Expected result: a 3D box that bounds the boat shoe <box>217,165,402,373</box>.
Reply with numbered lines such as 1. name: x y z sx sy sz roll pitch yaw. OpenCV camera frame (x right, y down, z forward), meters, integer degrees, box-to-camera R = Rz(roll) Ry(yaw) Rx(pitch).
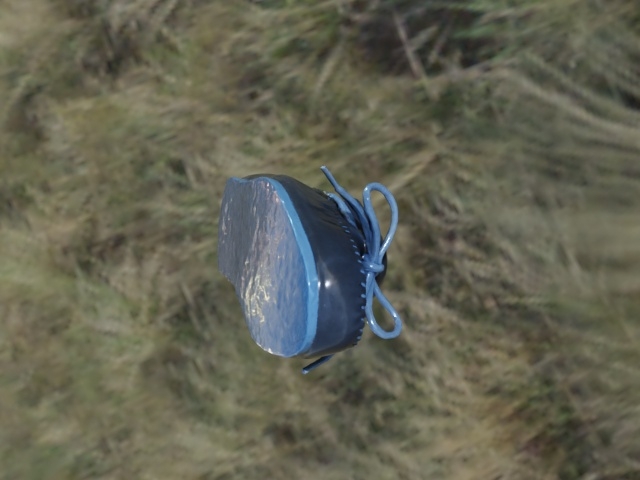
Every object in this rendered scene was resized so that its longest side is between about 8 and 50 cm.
1. boat shoe: 0.000 0.000 0.839 0.258 0.089 0.109 -122 40 -70
